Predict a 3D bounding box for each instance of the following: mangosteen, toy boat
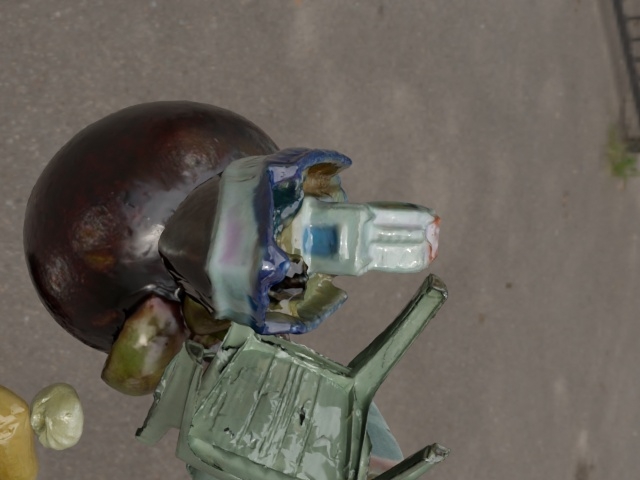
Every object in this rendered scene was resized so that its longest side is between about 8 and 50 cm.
[{"bbox_3d":[-0.152,0.015,1.026,0.306,0.347,0.307,-26,151,-16],"label":"mangosteen"},{"bbox_3d":[0.000,0.000,0.585,0.262,0.115,0.114,-15,107,-66],"label":"toy boat"}]

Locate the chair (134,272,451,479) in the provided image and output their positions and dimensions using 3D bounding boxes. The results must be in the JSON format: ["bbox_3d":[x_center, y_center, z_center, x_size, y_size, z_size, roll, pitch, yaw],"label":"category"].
[{"bbox_3d":[-0.022,0.121,0.770,0.275,0.203,0.191,122,-10,-49],"label":"chair"}]

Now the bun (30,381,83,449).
[{"bbox_3d":[-0.337,0.223,1.192,0.054,0.086,0.086,-6,98,-43],"label":"bun"}]

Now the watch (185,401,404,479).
[{"bbox_3d":[-0.043,0.301,1.272,0.241,0.162,0.253,-40,145,12],"label":"watch"}]

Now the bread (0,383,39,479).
[{"bbox_3d":[-0.498,0.296,1.409,0.098,0.147,0.217,-48,152,-43],"label":"bread"}]
